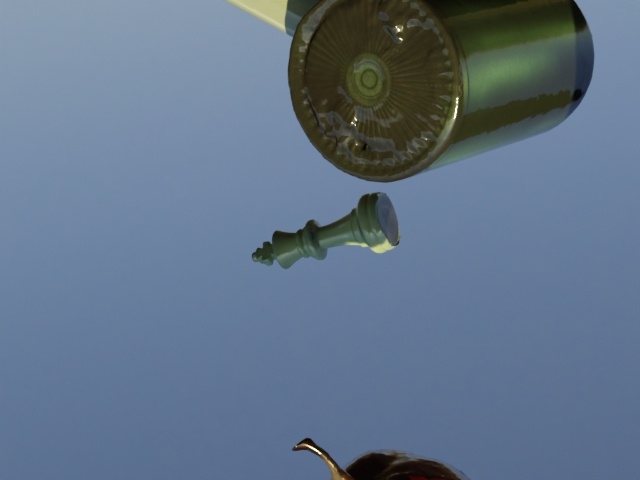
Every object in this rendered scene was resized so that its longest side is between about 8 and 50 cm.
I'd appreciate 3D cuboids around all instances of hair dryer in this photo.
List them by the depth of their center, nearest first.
[{"bbox_3d":[-0.013,-0.087,0.437,0.197,0.057,0.100,33,-152,23],"label":"hair dryer"}]

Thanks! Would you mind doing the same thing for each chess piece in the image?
[{"bbox_3d":[0.000,0.000,1.304,0.149,0.059,0.059,-18,-157,22],"label":"chess piece"}]

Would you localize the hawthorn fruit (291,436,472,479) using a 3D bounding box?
[{"bbox_3d":[0.037,0.195,0.809,0.157,0.194,0.157,-24,-158,10],"label":"hawthorn fruit"}]
